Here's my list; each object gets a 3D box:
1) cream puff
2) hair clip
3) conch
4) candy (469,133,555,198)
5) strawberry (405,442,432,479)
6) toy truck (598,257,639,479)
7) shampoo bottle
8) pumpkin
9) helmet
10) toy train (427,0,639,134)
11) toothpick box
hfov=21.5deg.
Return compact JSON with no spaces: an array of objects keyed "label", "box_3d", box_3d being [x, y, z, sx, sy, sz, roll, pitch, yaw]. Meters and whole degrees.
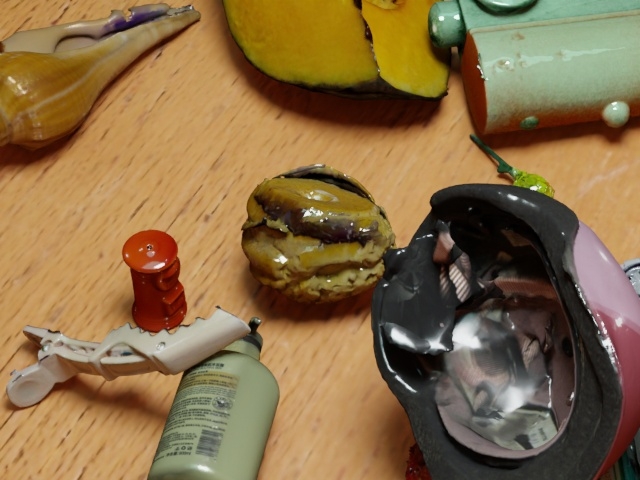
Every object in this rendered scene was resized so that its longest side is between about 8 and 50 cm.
[{"label":"cream puff","box_3d":[0.000,0.000,1.382,0.133,0.104,0.119,18,20,9]},{"label":"hair clip","box_3d":[-0.154,0.091,1.305,0.226,0.034,0.072,-6,49,33]},{"label":"conch","box_3d":[-0.233,-0.145,1.543,0.109,0.093,0.330,15,29,38]},{"label":"candy","box_3d":[0.162,-0.062,1.478,0.035,0.035,0.123,-37,47,-4]},{"label":"strawberry","box_3d":[0.104,0.174,1.245,0.083,0.083,0.096,-4,56,0]},{"label":"toy truck","box_3d":[0.220,0.137,1.251,0.124,0.114,0.253,-11,48,8]},{"label":"shampoo bottle","box_3d":[-0.075,0.134,1.287,0.079,0.079,0.162,8,49,10]},{"label":"pumpkin","box_3d":[0.008,-0.237,1.583,0.148,0.169,0.312,-28,71,31]},{"label":"helmet","box_3d":[0.148,0.074,1.169,0.154,0.198,0.253,3,36,-45]},{"label":"toy train","box_3d":[0.245,-0.176,1.519,0.285,0.116,0.177,-7,60,-8]},{"label":"toothpick box","box_3d":[-0.135,0.032,1.375,0.047,0.083,0.047,-1,50,1]}]
